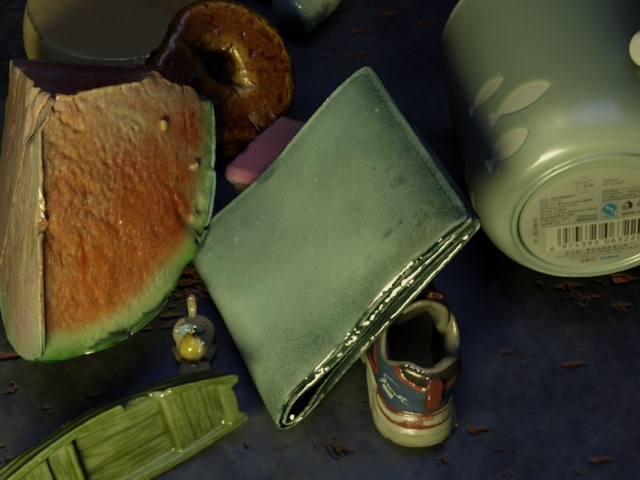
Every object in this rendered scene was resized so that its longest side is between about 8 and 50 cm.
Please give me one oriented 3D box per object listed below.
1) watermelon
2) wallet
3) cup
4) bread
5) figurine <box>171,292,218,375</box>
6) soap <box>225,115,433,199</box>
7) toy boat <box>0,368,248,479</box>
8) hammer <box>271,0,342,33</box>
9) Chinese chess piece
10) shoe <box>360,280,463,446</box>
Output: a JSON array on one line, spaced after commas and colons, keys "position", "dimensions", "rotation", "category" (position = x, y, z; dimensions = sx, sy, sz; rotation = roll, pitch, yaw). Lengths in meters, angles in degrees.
[{"position": [-0.209, -0.044, 1.209], "dimensions": [0.222, 0.292, 0.319], "rotation": [-1, 5, -21], "category": "watermelon"}, {"position": [-0.001, 0.000, 1.153], "dimensions": [0.054, 0.290, 0.251], "rotation": [20, 28, -44], "category": "wallet"}, {"position": [0.284, -0.154, 1.215], "dimensions": [0.260, 0.356, 0.274], "rotation": [9, 49, -14], "category": "cup"}, {"position": [-0.113, -0.185, 1.367], "dimensions": [0.193, 0.193, 0.064], "rotation": [-34, 14, -27], "category": "bread"}, {"position": [-0.127, 0.098, 1.180], "dimensions": [0.047, 0.050, 0.083], "rotation": [-10, 49, -3], "category": "figurine"}, {"position": [0.012, -0.065, 1.283], "dimensions": [0.203, 0.065, 0.122], "rotation": [15, 45, 31], "category": "soap"}, {"position": [-0.204, 0.197, 1.065], "dimensions": [0.293, 0.093, 0.055], "rotation": [-27, 36, -24], "category": "toy boat"}, {"position": [-0.066, -0.335, 1.563], "dimensions": [0.194, 0.069, 0.116], "rotation": [20, 51, 26], "category": "hammer"}, {"position": [-0.238, -0.257, 1.461], "dimensions": [0.251, 0.097, 0.250], "rotation": [1, 48, -1], "category": "Chinese chess piece"}, {"position": [0.081, 0.080, 1.152], "dimensions": [0.099, 0.125, 0.227], "rotation": [-7, 51, -4], "category": "shoe"}]
